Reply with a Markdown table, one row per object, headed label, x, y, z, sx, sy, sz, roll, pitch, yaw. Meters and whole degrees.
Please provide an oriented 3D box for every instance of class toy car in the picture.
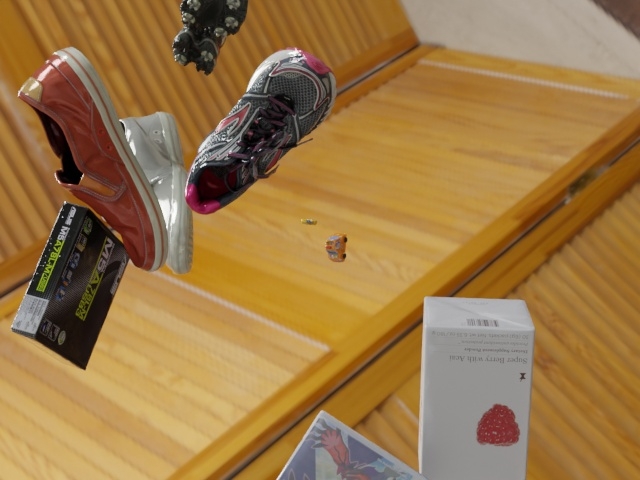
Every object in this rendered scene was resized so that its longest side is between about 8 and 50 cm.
| label | x | y | z | sx | sy | sz | roll | pitch | yaw |
| --- | --- | --- | --- | --- | --- | --- | --- | --- | --- |
| toy car | 0.000 | 0.000 | 1.979 | 0.122 | 0.040 | 0.060 | 25 | 101 | 38 |

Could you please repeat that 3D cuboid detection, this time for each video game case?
| label | x | y | z | sx | sy | sz | roll | pitch | yaw |
| --- | --- | --- | --- | --- | --- | --- | --- | --- | --- |
| video game case | 0.036 | 0.394 | 1.569 | 0.201 | 0.183 | 0.023 | 33 | 177 | 1 |

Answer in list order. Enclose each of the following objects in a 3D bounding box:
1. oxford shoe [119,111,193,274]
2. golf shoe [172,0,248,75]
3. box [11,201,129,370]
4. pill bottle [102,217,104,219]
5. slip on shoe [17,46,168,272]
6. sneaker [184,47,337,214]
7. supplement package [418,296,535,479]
| label | x | y | z | sx | sy | sz | roll | pitch | yaw |
| --- | --- | --- | --- | --- | --- | --- | --- | --- | --- |
| oxford shoe | -0.303 | -0.088 | 1.831 | 0.449 | 0.130 | 0.169 | -113 | 25 | -50 |
| golf shoe | -0.187 | -0.402 | 1.762 | 0.105 | 0.120 | 0.273 | 26 | 154 | -13 |
| box | -0.339 | 0.067 | 1.403 | 0.045 | 0.191 | 0.184 | 13 | 161 | 16 |
| pill bottle | -0.451 | -0.110 | 2.174 | 0.094 | 0.094 | 0.169 | 40 | 155 | 22 |
| slip on shoe | -0.294 | -0.088 | 1.327 | 0.123 | 0.101 | 0.331 | 28 | 147 | 47 |
| sneaker | -0.084 | -0.143 | 1.419 | 0.121 | 0.112 | 0.299 | 35 | 126 | -11 |
| supplement package | 0.255 | 0.258 | 1.685 | 0.177 | 0.175 | 0.293 | 1 | 103 | 5 |
